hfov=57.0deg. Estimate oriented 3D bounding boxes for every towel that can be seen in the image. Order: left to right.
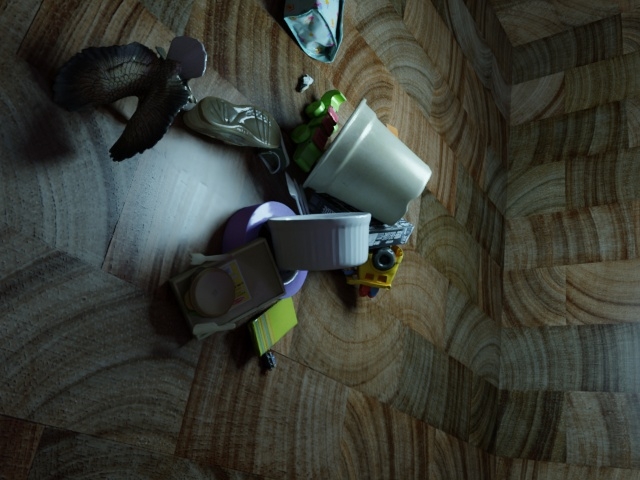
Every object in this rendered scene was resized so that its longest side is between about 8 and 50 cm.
[{"bbox_3d":[-0.133,0.236,1.679,0.237,0.021,0.102,-33,115,-62],"label":"towel"}]

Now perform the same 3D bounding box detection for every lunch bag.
[{"bbox_3d":[-0.003,-0.758,1.981,0.262,0.160,0.223,41,48,-56],"label":"lunch bag"}]

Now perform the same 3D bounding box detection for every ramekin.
[{"bbox_3d":[0.000,0.000,1.583,0.277,0.277,0.135,-11,99,-54],"label":"ramekin"}]

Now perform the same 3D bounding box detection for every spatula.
[{"bbox_3d":[-0.052,-0.082,1.801,0.168,0.019,0.242,43,30,-73],"label":"spatula"}]

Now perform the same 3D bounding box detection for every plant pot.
[{"bbox_3d":[0.160,-0.215,1.842,0.305,0.334,0.333,35,48,-4],"label":"plant pot"}]

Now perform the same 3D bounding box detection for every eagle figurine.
[{"bbox_3d":[-0.400,-0.329,1.327,0.298,0.226,0.225,-46,140,-53],"label":"eagle figurine"}]

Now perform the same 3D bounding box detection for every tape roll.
[{"bbox_3d":[-0.149,0.032,1.670,0.275,0.090,0.274,16,70,-52],"label":"tape roll"}]

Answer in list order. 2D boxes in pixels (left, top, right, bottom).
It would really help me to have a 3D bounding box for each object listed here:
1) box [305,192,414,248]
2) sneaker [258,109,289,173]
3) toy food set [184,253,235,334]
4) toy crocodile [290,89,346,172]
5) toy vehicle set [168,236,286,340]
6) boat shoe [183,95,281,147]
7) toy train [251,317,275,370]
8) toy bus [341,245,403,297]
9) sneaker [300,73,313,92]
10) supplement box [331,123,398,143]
[{"bbox_3d":[0.136,-0.071,1.959,0.307,0.242,0.076,-7,127,-55],"label":"box"},{"bbox_3d":[-0.154,-0.285,1.748,0.086,0.064,0.192,-55,129,-50],"label":"sneaker"},{"bbox_3d":[-0.269,0.127,1.434,0.132,0.039,0.192,-1,88,-37],"label":"toy food set"},{"bbox_3d":[-0.004,-0.362,1.936,0.115,0.105,0.340,53,45,-33],"label":"toy crocodile"},{"bbox_3d":[-0.229,0.119,1.495,0.267,0.035,0.165,-26,106,-26],"label":"toy vehicle set"},{"bbox_3d":[-0.234,-0.312,1.617,0.302,0.098,0.109,7,73,-49],"label":"boat shoe"},{"bbox_3d":[-0.159,0.290,1.658,0.036,0.027,0.158,-33,109,-63],"label":"toy train"},{"bbox_3d":[0.148,0.095,2.009,0.149,0.220,0.211,-97,-161,-71],"label":"toy bus"},{"bbox_3d":[-0.056,-0.525,1.969,0.037,0.032,0.083,47,42,-20],"label":"sneaker"},{"bbox_3d":[0.150,-0.328,2.029,0.078,0.234,0.080,9,71,-53],"label":"supplement box"}]
